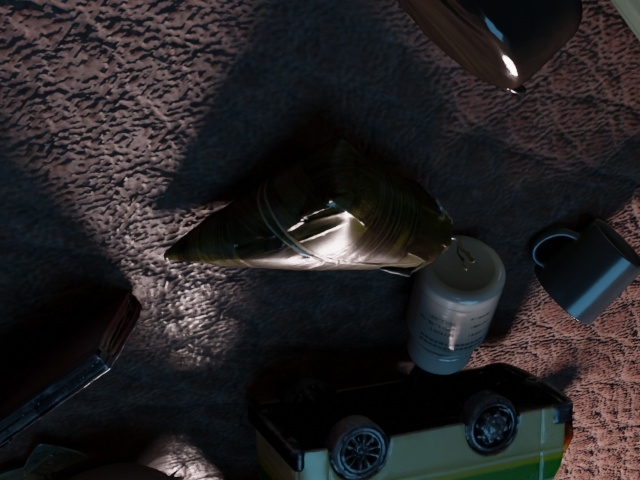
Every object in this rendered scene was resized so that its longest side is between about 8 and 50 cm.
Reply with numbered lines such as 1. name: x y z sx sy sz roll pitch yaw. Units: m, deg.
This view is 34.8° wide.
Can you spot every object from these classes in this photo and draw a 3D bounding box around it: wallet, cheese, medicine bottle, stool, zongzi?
1. wallet: -0.247 0.130 0.833 0.232 0.119 0.025 -35 106 15
2. cheese: -0.288 0.234 1.000 0.120 0.026 0.067 -40 140 21
3. medicine bottle: 0.122 0.064 0.956 0.080 0.080 0.130 -12 142 -14
4. stool: 0.090 -0.182 0.615 0.121 0.125 0.217 -46 121 2
5. zongzi: 0.000 0.000 0.828 0.184 0.084 0.187 -26 150 28

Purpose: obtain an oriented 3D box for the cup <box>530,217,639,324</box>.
1. cup: 0.253 0.021 0.985 0.100 0.078 0.077 36 113 -15

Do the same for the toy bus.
1. toy bus: 0.093 0.230 1.033 0.305 0.143 0.179 -6 103 -22

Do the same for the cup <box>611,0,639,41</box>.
1. cup: 0.399 -0.107 0.647 0.310 0.392 0.401 -29 148 18

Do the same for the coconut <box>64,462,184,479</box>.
1. coconut: -0.189 0.331 0.985 0.224 0.224 0.234 -1 175 -27

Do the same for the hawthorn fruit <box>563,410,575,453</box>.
1. hawthorn fruit: 0.275 0.236 1.258 0.077 0.077 0.077 -14 142 -11
